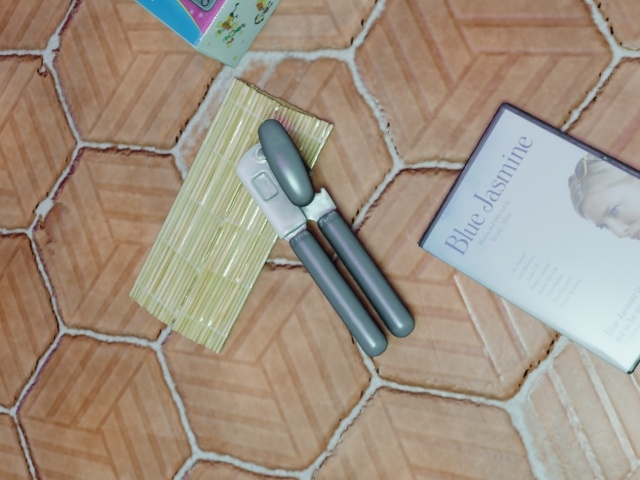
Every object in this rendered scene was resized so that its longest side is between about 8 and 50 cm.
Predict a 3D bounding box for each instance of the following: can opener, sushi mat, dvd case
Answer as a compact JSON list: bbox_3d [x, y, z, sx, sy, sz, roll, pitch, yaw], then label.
[{"bbox_3d":[0.000,0.000,0.804,0.074,0.093,0.280,-34,85,0],"label":"can opener"},{"bbox_3d":[-0.115,-0.030,0.895,0.151,0.019,0.316,30,100,18],"label":"sushi mat"},{"bbox_3d":[0.251,-0.007,0.752,0.253,0.022,0.180,33,100,19],"label":"dvd case"}]

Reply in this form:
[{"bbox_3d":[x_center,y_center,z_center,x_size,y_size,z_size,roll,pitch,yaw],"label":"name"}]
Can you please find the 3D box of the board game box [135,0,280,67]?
[{"bbox_3d":[-0.116,-0.397,0.866,0.224,0.097,0.303,40,103,18],"label":"board game box"}]
